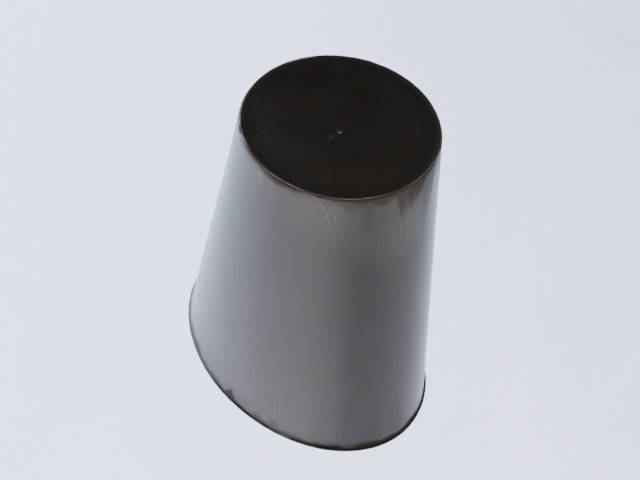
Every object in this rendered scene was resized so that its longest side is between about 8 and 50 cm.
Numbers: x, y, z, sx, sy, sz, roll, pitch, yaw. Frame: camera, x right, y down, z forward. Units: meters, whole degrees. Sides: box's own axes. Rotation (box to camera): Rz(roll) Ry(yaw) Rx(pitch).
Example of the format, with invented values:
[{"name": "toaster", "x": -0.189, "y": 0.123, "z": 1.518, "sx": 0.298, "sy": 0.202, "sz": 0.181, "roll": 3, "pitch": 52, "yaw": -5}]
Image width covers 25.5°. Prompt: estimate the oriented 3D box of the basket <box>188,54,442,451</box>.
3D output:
[{"name": "basket", "x": 0.000, "y": 0.000, "z": 0.952, "sx": 0.154, "sy": 0.227, "sz": 0.204, "roll": -27, "pitch": -123, "yaw": -27}]
